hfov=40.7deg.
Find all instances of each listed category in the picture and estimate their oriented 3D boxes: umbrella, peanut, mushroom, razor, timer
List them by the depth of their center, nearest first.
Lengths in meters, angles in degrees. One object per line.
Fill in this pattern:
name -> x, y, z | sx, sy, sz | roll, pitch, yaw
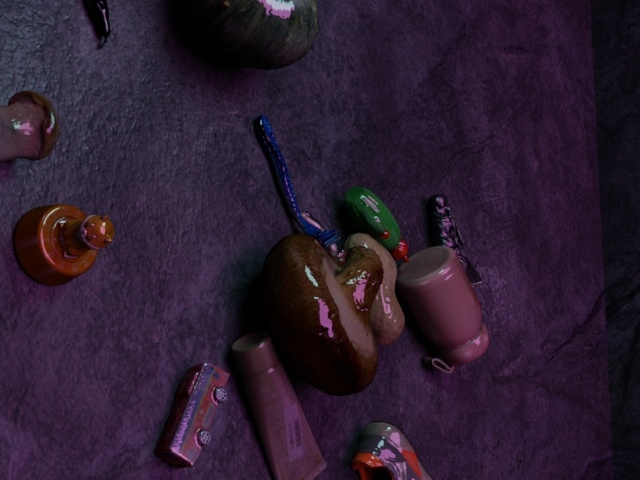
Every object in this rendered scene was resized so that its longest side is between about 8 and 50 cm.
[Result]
mushroom -> -0.533, -0.144, 1.254 | 0.329, 0.122, 0.159 | -18, 130, -53
timer -> -0.381, -0.005, 1.356 | 0.132, 0.152, 0.132 | 21, 62, -48
mushroom -> 0.004, 0.156, 1.753 | 0.345, 0.239, 0.345 | 29, 37, -24
razor -> -0.067, -0.124, 1.890 | 0.324, 0.056, 0.093 | 61, 27, -2
mushroom -> 0.000, 0.000, 1.956 | 0.187, 0.061, 0.060 | 51, 50, -14
peanut -> 0.129, 0.112, 2.032 | 0.125, 0.111, 0.274 | -15, 94, -34
umbrella -> 0.361, 0.045, 2.366 | 0.113, 0.106, 0.357 | -4, 82, -50

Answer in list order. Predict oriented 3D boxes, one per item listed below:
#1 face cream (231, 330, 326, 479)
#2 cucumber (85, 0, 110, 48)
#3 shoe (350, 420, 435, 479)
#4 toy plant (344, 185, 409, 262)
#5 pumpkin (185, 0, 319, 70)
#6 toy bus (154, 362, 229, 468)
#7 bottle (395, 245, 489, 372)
face cream -> -0.083, 0.346, 1.709 | 0.137, 0.084, 0.341 | -33, 112, -41
cucumber -> -0.405, -0.432, 1.563 | 0.043, 0.039, 0.163 | -22, 95, -32
shoe -> 0.167, 0.578, 1.925 | 0.171, 0.132, 0.336 | -44, 112, -44
toy plant -> 0.136, -0.041, 2.090 | 0.154, 0.088, 0.240 | 53, 5, 34
pumpkin -> -0.134, -0.518, 1.765 | 0.292, 0.257, 0.327 | 18, 71, -36
toy bus -> -0.226, 0.308, 1.538 | 0.077, 0.065, 0.192 | 41, 48, -28
bottle -> 0.310, 0.185, 2.216 | 0.206, 0.173, 0.297 | -37, 114, -18
